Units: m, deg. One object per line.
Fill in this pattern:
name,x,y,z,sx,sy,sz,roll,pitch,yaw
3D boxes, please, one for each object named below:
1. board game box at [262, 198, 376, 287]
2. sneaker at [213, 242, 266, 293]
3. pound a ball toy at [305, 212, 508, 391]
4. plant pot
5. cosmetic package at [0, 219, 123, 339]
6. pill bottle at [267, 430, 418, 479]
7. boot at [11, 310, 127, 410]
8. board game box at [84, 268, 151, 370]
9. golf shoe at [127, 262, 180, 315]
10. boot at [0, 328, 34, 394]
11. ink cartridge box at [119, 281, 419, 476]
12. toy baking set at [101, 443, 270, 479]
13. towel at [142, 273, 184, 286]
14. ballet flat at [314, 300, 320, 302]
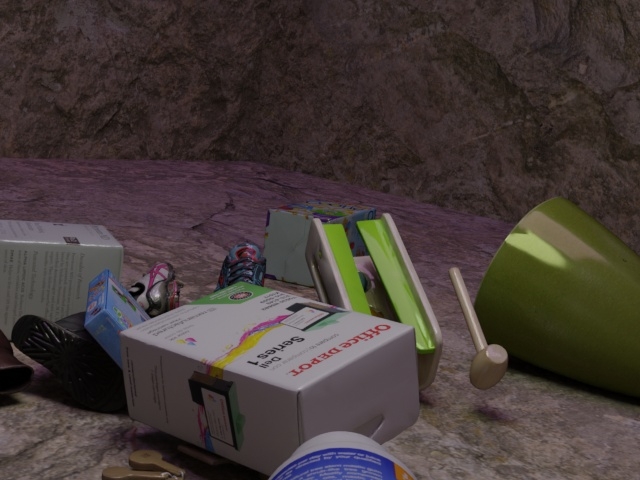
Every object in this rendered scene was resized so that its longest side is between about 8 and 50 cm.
board game box,0.000,0.000,2.147,0.142,0.144,0.275,11,10,21
sneaker,-0.143,0.067,1.734,0.104,0.125,0.262,6,10,-6
pound a ball toy,0.113,0.108,1.463,0.208,0.136,0.319,-5,44,-15
plant pot,0.440,0.117,1.594,0.293,0.275,0.274,33,23,32
cosmetic package,-0.407,0.059,1.525,0.183,0.152,0.151,2,12,-25
pill bottle,0.019,0.248,0.788,0.152,0.152,0.272,7,11,0
boot,-0.293,0.153,1.339,0.189,0.076,0.208,37,-1,14
board game box,-0.238,0.129,1.307,0.039,0.160,0.211,-38,16,-2
golf shoe,-0.290,0.078,1.735,0.085,0.068,0.186,3,11,-14
boot,-0.494,0.134,1.232,0.248,0.090,0.206,4,8,-35
ink cartridge box,-0.056,0.150,1.133,0.278,0.117,0.201,12,23,40
toy baking set,-0.110,0.258,1.010,0.196,0.030,0.256,-1,11,-22
towel,-0.297,0.074,1.912,0.060,0.010,0.083,1,12,-27
ballet flat,0.067,0.156,1.573,0.248,0.086,0.086,16,13,32
